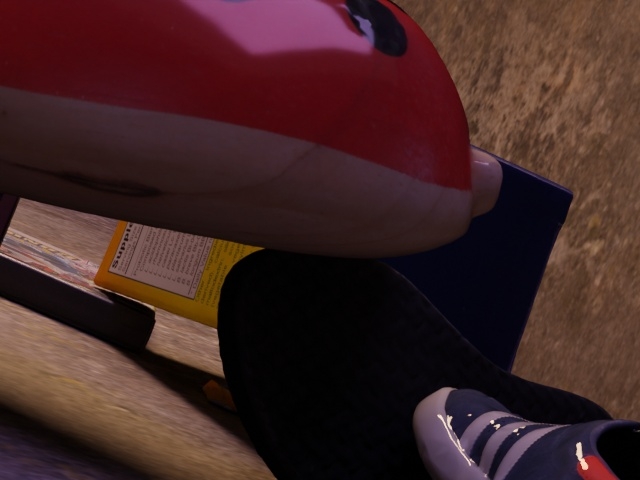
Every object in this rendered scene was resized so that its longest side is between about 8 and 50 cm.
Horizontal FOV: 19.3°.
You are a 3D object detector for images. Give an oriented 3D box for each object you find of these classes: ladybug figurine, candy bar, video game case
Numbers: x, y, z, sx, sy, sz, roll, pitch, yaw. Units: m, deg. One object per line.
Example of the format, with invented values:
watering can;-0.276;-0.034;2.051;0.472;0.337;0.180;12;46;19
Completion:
ladybug figurine;-0.103;-0.102;1.169;0.449;0.162;0.305;13;7;0
candy bar;-0.051;0.134;1.556;0.040;0.018;0.161;25;1;23
video game case;-0.277;0.018;1.690;0.275;0.035;0.248;24;2;-6

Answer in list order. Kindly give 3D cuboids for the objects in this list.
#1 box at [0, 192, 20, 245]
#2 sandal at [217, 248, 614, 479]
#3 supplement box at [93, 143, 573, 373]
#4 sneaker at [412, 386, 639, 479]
box;-0.363;-0.050;1.330;0.243;0.117;0.213;22;2;-26
sandal;0.061;0.137;1.313;0.107;0.167;0.446;-5;-26;40
supplement box;0.000;0.000;1.528;0.195;0.194;0.356;22;-4;-33
sneaker;0.148;0.152;1.092;0.350;0.148;0.131;-109;176;-78
